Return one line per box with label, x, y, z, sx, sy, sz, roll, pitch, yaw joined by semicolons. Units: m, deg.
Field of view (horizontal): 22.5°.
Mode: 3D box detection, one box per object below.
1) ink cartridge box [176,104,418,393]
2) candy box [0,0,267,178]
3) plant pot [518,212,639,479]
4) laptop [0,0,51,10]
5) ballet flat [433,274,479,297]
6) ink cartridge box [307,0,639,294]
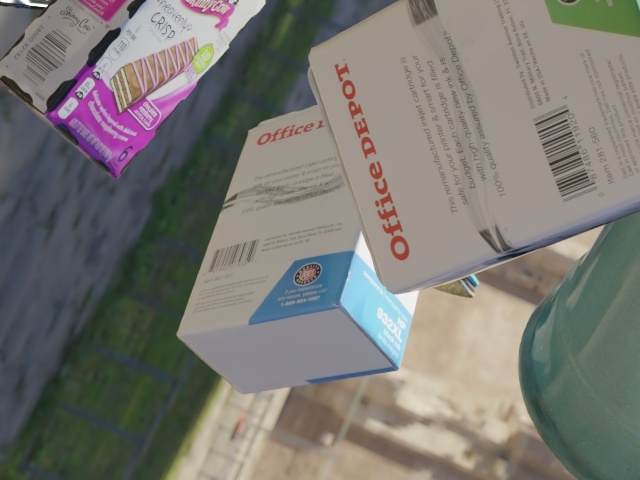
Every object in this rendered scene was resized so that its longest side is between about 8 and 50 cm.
ink cartridge box;0.000;0.000;1.786;0.223;0.129;0.307;-13;-135;36
candy box;-0.144;-0.179;1.327;0.233;0.071;0.159;-51;159;-4
plant pot;0.391;0.044;1.499;0.334;0.341;0.341;104;9;-46
laptop;-0.281;-0.380;1.767;0.137;0.234;0.264;-35;166;26
ballet flat;0.080;-0.040;2.148;0.123;0.348;0.123;-27;157;-13
ink cartridge box;0.117;-0.078;0.913;0.219;0.160;0.093;-23;172;41
